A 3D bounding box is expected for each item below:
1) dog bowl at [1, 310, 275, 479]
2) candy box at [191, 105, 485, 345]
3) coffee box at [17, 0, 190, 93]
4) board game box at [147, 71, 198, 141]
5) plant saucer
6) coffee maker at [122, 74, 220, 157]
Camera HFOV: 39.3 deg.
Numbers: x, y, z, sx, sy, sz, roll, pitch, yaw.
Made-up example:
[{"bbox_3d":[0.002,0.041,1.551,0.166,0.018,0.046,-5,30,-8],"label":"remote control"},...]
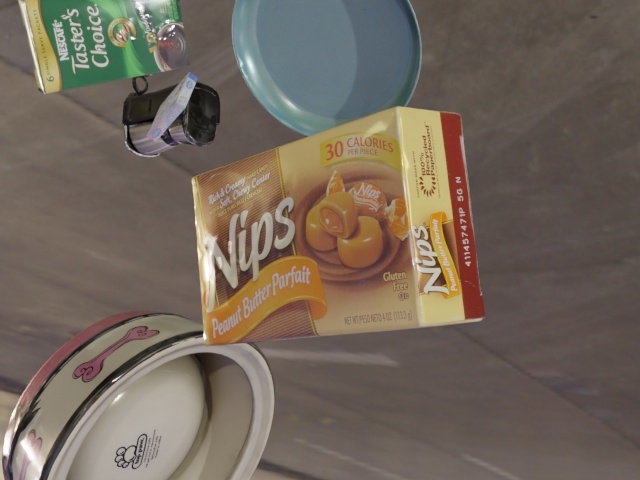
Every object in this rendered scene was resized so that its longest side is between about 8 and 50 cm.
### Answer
[{"bbox_3d":[-0.259,0.280,1.262,0.150,0.408,0.408,29,173,35],"label":"dog bowl"},{"bbox_3d":[0.000,0.000,0.854,0.087,0.183,0.316,0,172,-40],"label":"candy box"},{"bbox_3d":[-0.253,-0.245,1.065,0.184,0.113,0.040,-15,-159,-25],"label":"coffee box"},{"bbox_3d":[-0.238,-0.214,1.437,0.020,0.090,0.090,35,128,-20],"label":"board game box"},{"bbox_3d":[0.011,-0.309,1.394,0.317,0.044,0.317,12,122,19],"label":"plant saucer"},{"bbox_3d":[-0.295,-0.256,1.739,0.178,0.171,0.120,-7,-168,37],"label":"coffee maker"}]
